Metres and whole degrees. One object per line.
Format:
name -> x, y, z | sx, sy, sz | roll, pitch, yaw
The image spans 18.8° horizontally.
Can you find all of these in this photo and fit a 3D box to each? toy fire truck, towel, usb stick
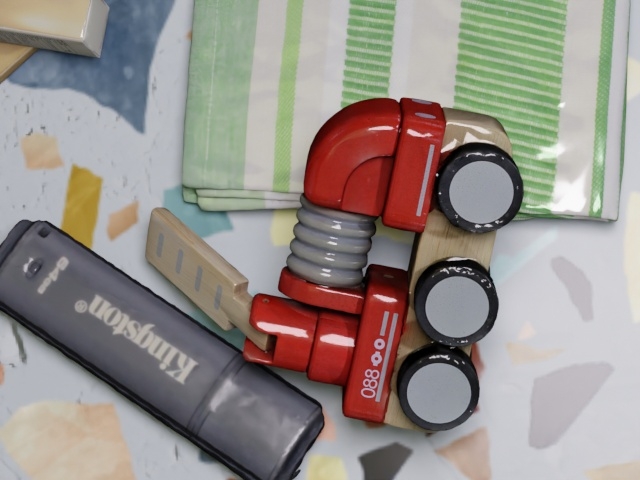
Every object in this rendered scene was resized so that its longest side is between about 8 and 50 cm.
toy fire truck -> 0.000, 0.000, 1.344 | 0.246, 0.158, 0.217 | 11, 104, -2
towel -> 0.064, -0.135, 1.424 | 0.325, 0.038, 0.248 | 4, 81, 9
usb stick -> -0.123, 0.082, 1.410 | 0.278, 0.045, 0.077 | 33, 88, 11

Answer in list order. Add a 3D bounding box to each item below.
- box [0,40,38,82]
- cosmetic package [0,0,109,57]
box -> -0.288, -0.188, 1.481 | 0.201, 0.021, 0.164 | -42, 79, 1
cosmetic package -> -0.220, -0.169, 1.428 | 0.115, 0.060, 0.041 | 10, 84, 6
